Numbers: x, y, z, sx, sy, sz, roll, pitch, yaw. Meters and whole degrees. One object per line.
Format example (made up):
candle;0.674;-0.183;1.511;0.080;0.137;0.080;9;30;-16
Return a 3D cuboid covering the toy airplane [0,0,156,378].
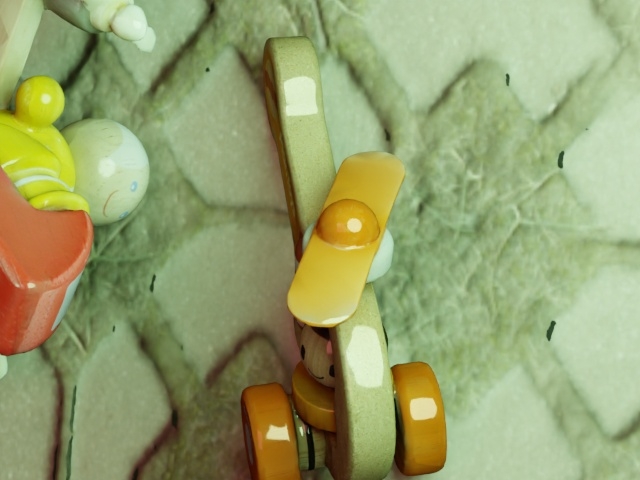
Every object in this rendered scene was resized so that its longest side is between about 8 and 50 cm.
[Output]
toy airplane;-0.269;-0.076;1.388;0.386;0.272;0.384;-21;65;56

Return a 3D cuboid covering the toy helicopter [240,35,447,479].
toy helicopter;0.000;0.000;1.283;0.140;0.235;0.355;-8;65;-7
